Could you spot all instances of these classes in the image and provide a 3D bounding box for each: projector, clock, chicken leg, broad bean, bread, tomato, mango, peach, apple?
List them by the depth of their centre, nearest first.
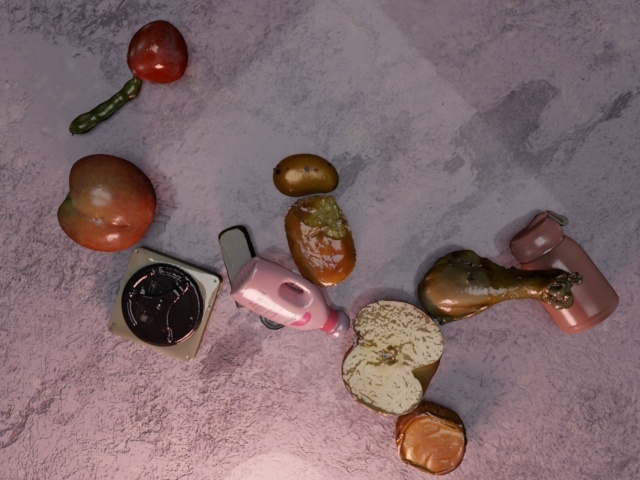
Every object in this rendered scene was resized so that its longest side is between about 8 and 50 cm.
[{"bbox_3d":[0.449,0.122,1.581,0.429,0.152,0.201,-2,71,32],"label":"chicken leg"},{"bbox_3d":[-0.422,-0.492,1.620,0.167,0.167,0.167,0,94,2],"label":"tomato"},{"bbox_3d":[-0.555,-0.098,1.623,0.252,0.252,0.252,0,94,2],"label":"peach"},{"bbox_3d":[0.000,0.000,1.662,0.179,0.133,0.250,-17,93,7],"label":"bread"},{"bbox_3d":[0.187,0.314,1.663,0.251,0.163,0.293,25,81,10],"label":"apple"},{"bbox_3d":[-0.041,-0.178,1.669,0.178,0.090,0.115,-8,90,-2],"label":"mango"},{"bbox_3d":[-0.582,-0.369,1.690,0.256,0.052,0.053,-38,132,1],"label":"broad bean"},{"bbox_3d":[0.304,0.539,1.706,0.199,0.104,0.199,1,97,5],"label":"bread"},{"bbox_3d":[-0.433,0.176,1.711,0.259,0.079,0.257,20,95,2],"label":"projector"},{"bbox_3d":[-0.128,0.209,1.736,0.085,0.017,0.085,0,94,1],"label":"clock"}]

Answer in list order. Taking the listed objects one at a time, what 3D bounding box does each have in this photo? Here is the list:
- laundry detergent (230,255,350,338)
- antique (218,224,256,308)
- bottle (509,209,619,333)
[{"bbox_3d":[-0.068,0.165,1.639,0.335,0.088,0.159,29,120,-25],"label":"laundry detergent"},{"bbox_3d":[-0.215,0.068,1.699,0.081,0.080,0.221,-15,92,2],"label":"antique"},{"bbox_3d":[0.641,0.075,1.639,0.206,0.173,0.297,-38,90,-28],"label":"bottle"}]
